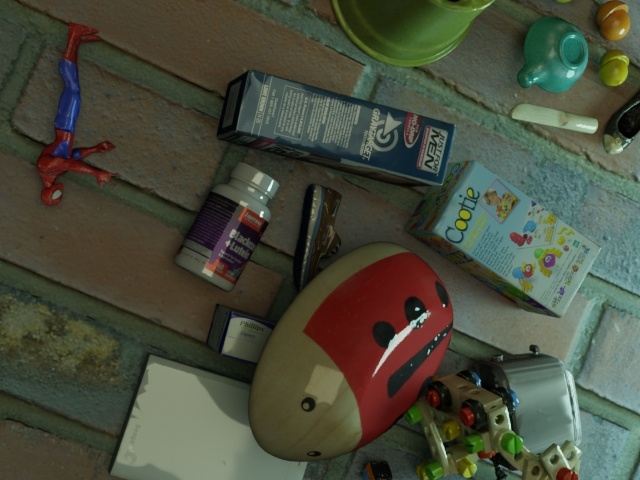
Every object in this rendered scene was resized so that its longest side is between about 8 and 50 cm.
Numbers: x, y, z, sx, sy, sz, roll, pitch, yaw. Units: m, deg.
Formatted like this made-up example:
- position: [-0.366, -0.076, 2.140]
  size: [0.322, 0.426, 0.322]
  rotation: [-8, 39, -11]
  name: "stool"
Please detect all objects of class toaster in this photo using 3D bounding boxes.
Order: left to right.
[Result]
- position: [0.359, 0.298, 1.898]
  size: [0.147, 0.129, 0.226]
  rotation: [-12, 95, -17]
  name: "toaster"

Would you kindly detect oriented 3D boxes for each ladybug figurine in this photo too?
- position: [0.072, 0.176, 1.715]
  size: [0.449, 0.162, 0.305]
  rotation: [-42, 135, -38]
  name: "ladybug figurine"

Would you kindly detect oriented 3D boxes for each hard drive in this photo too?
- position: [-0.168, 0.325, 1.799]
  size: [0.308, 0.040, 0.203]
  rotation: [19, 86, -15]
  name: "hard drive"

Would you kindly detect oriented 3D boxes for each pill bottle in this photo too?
- position: [-0.146, -0.024, 1.762]
  size: [0.108, 0.108, 0.193]
  rotation: [29, 84, -14]
  name: "pill bottle"

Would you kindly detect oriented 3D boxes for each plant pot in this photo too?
- position: [0.179, -0.435, 1.768]
  size: [0.276, 0.254, 0.276]
  rotation: [0, 91, -16]
  name: "plant pot"

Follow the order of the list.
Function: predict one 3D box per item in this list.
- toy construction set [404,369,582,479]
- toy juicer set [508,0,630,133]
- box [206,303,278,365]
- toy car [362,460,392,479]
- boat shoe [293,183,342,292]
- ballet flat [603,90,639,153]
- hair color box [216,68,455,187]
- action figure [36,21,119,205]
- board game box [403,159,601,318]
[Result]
- position: [0.260, 0.323, 1.760]
  size: [0.151, 0.328, 0.215]
  rotation: [-24, 109, -36]
  name: "toy construction set"
- position: [0.442, -0.309, 1.936]
  size: [0.209, 0.089, 0.329]
  rotation: [30, 75, -27]
  name: "toy juicer set"
- position: [-0.107, 0.157, 1.761]
  size: [0.126, 0.137, 0.072]
  rotation: [17, 87, -15]
  name: "box"
- position: [0.075, 0.366, 1.878]
  size: [0.040, 0.060, 0.122]
  rotation: [-33, 80, 31]
  name: "toy car"
- position: [0.000, 0.000, 1.824]
  size: [0.066, 0.066, 0.183]
  rotation: [11, 88, -17]
  name: "boat shoe"
- position: [0.572, -0.226, 1.985]
  size: [0.057, 0.049, 0.173]
  rotation: [43, 81, -11]
  name: "ballet flat"
- position: [0.022, -0.174, 1.771]
  size: [0.347, 0.174, 0.105]
  rotation: [13, 88, -15]
  name: "hair color box"
- position: [-0.359, -0.183, 1.707]
  size: [0.139, 0.091, 0.280]
  rotation: [15, 87, -6]
  name: "action figure"
- position: [0.308, -0.003, 1.869]
  size: [0.275, 0.142, 0.144]
  rotation: [33, 83, -14]
  name: "board game box"
